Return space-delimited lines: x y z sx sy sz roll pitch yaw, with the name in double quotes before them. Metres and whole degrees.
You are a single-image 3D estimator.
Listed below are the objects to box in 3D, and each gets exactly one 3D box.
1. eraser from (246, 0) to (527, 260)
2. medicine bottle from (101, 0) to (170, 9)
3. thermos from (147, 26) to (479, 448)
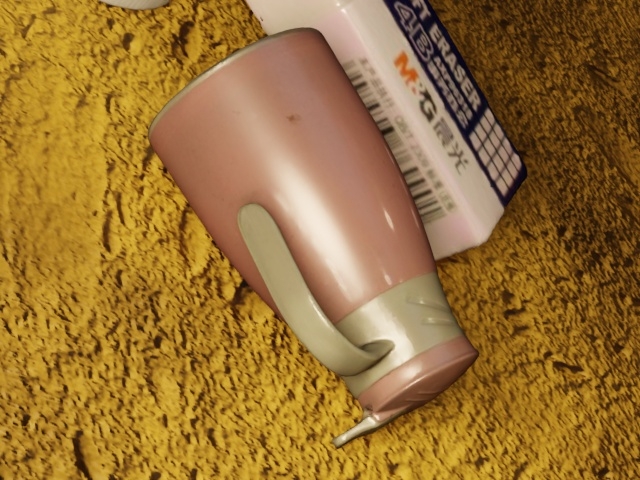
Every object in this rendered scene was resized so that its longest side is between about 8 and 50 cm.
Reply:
"eraser" 0.048 -0.132 1.541 0.287 0.086 0.130 58 32 -16
"medicine bottle" -0.106 -0.351 1.497 0.245 0.306 0.245 30 33 -21
"thermos" 0.000 0.000 1.353 0.265 0.146 0.176 59 26 14
